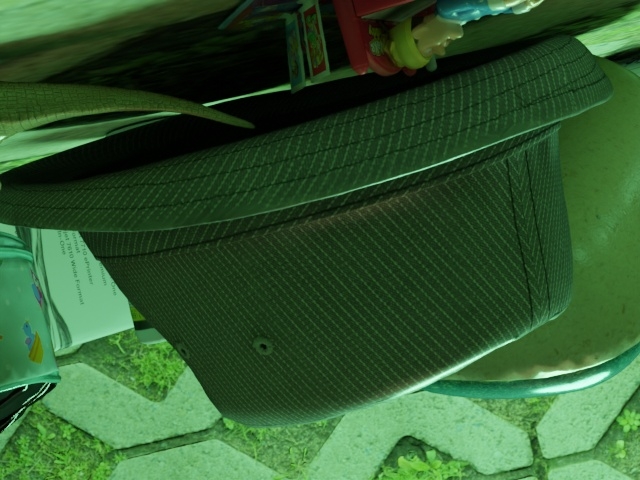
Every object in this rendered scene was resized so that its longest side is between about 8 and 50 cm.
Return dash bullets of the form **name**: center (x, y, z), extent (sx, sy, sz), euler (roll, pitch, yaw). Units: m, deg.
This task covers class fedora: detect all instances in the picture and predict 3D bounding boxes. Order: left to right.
- **fedora**: center (0.000, 0.000, 0.522), extent (0.275, 0.124, 0.244), euler (-7, -167, 40)

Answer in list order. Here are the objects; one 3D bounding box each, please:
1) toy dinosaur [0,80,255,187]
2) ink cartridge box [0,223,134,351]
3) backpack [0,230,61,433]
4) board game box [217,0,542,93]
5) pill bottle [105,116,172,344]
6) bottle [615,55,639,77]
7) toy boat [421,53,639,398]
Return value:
- **toy dinosaur**: center (-0.116, -0.036, 0.371), extent (0.183, 0.053, 0.092), euler (-9, -163, 3)
- **ink cartridge box**: center (-0.317, 0.050, 1.008), extent (0.223, 0.129, 0.307), euler (-13, -179, 37)
- **backpack**: center (-0.224, 0.045, 0.589), extent (0.188, 0.144, 0.166), euler (-7, 173, -7)
- **board game box**: center (0.047, -0.075, 0.380), extent (0.133, 0.033, 0.169), euler (-14, -179, -18)
- **pill bottle**: center (-0.082, -0.006, 0.671), extent (0.065, 0.116, 0.065), euler (-14, -179, 0)
- **bottle**: center (0.303, -0.117, 0.986), extent (0.283, 0.092, 0.118), euler (-13, -177, 43)
- **toy boat**: center (0.061, -0.003, 0.722), extent (0.318, 0.148, 0.267), euler (-1, -143, 27)
